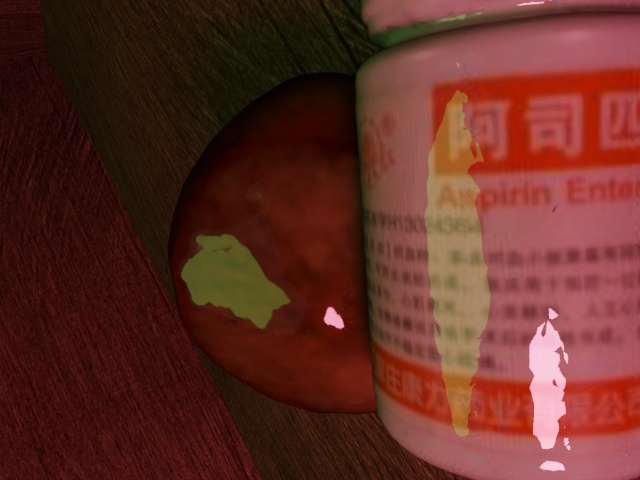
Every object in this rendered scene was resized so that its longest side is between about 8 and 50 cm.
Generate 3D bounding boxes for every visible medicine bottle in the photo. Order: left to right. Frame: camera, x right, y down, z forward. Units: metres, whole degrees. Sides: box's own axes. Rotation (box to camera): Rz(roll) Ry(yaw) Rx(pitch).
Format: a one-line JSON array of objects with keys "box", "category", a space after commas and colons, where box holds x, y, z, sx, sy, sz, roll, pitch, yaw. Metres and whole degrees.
[{"box": [0.130, -0.055, 0.383, 0.211, 0.210, 0.372, 10, 107, 57], "category": "medicine bottle"}]

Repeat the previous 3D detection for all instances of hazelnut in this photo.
[{"box": [0.000, 0.003, 0.628, 0.365, 0.365, 0.366, 38, 140, 42], "category": "hazelnut"}]
